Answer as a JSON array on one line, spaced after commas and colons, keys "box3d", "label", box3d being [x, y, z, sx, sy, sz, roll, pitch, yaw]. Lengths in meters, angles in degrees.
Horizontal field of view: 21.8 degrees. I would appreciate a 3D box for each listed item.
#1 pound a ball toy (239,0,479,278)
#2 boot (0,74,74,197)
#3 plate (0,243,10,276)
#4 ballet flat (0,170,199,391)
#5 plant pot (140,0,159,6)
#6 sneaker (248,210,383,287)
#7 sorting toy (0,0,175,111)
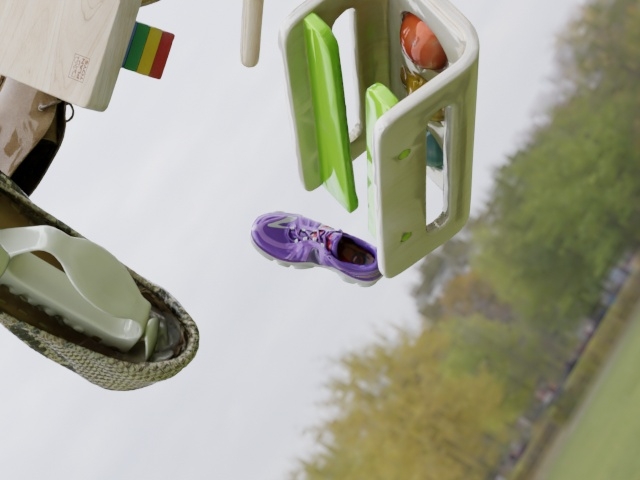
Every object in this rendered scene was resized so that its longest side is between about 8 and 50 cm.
[{"box3d": [0.036, -0.137, 1.328, 0.136, 0.208, 0.319, -36, -23, -14], "label": "pound a ball toy"}, {"box3d": [-0.294, -0.161, 1.796, 0.305, 0.115, 0.112, -57, -36, 2], "label": "boot"}, {"box3d": [-0.361, 0.037, 1.104, 0.278, 0.045, 0.277, -17, -13, -3], "label": "plate"}, {"box3d": [-0.319, 0.003, 1.641, 0.182, 0.483, 0.164, -15, 48, 58], "label": "ballet flat"}, {"box3d": [-0.254, -0.406, 1.948, 0.237, 0.237, 0.254, 34, -134, -81], "label": "plant pot"}, {"box3d": [0.000, 0.000, 1.962, 0.071, 0.170, 0.068, 95, -170, -72], "label": "sneaker"}, {"box3d": [-0.217, -0.264, 1.549, 0.089, 0.255, 0.257, 12, -82, -45], "label": "sorting toy"}]
